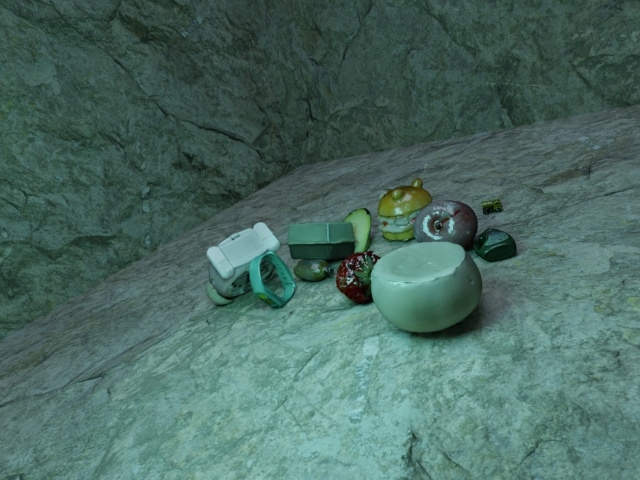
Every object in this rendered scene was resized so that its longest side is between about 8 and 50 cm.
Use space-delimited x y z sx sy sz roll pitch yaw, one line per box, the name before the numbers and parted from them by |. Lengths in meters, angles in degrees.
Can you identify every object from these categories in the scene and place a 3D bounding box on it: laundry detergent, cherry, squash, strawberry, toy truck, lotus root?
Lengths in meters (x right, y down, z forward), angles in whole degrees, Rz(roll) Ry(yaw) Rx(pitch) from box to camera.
laundry detergent | 0.628 0.006 1.642 0.137 0.063 0.211 -21 19 13
cherry | 0.478 -0.050 1.713 0.236 0.212 0.285 14 9 25
squash | 0.137 -0.043 2.093 0.237 0.154 0.204 2 27 42
strawberry | 0.131 0.131 1.608 0.184 0.186 0.201 10 -12 -27
toy truck | 0.752 -0.151 1.956 0.083 0.054 0.049 -10 21 21
lotus root | -0.025 0.123 1.883 0.192 0.088 0.113 1 30 40

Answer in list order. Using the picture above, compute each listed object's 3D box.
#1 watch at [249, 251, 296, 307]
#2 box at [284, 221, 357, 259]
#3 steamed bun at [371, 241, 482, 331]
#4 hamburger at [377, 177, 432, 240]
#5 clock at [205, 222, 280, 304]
watch | -0.189 0.160 1.767 0.068 0.237 0.195 -16 47 32
box | 0.000 0.000 2.006 0.291 0.166 0.221 -2 1 41
steamed bun | 0.315 0.146 1.337 0.325 0.206 0.324 -14 19 5
hamburger | 0.380 -0.141 2.008 0.277 0.236 0.276 -15 18 5
clock | -0.335 0.112 1.918 0.342 0.325 0.184 -25 62 -25
